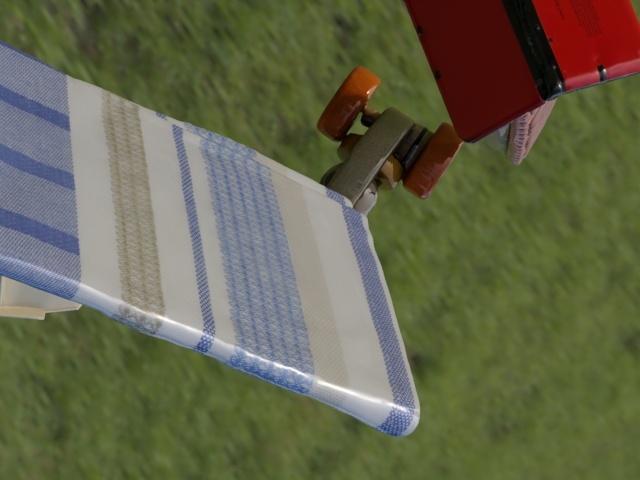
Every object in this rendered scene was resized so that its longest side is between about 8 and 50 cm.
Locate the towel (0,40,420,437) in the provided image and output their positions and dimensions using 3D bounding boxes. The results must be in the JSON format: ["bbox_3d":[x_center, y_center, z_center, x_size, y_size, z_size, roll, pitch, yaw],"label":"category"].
[{"bbox_3d":[-0.075,-0.002,0.968,0.285,0.209,0.034,24,120,-29],"label":"towel"}]

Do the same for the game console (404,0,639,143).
[{"bbox_3d":[0.141,-0.157,1.202,0.124,0.144,0.085,-17,169,-21],"label":"game console"}]

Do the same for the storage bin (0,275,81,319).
[{"bbox_3d":[-0.367,-0.056,1.727,0.260,0.262,0.123,6,126,-17],"label":"storage bin"}]

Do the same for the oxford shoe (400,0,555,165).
[{"bbox_3d":[0.157,-0.213,1.615,0.140,0.146,0.397,-62,160,-26],"label":"oxford shoe"}]

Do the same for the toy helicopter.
[{"bbox_3d":[0.000,0.000,1.841,0.235,0.140,0.355,-56,179,-41],"label":"toy helicopter"}]
